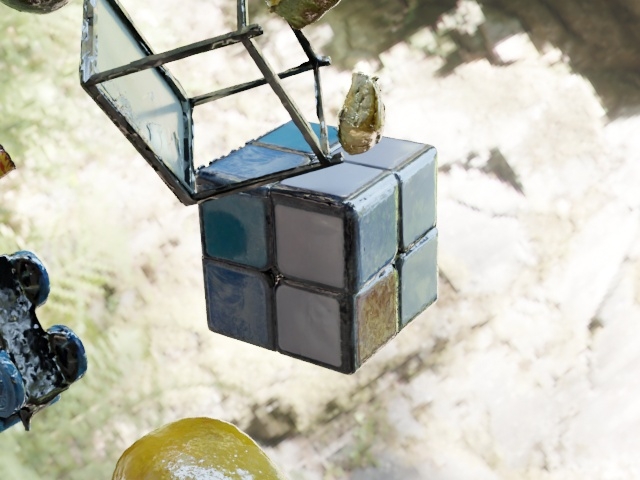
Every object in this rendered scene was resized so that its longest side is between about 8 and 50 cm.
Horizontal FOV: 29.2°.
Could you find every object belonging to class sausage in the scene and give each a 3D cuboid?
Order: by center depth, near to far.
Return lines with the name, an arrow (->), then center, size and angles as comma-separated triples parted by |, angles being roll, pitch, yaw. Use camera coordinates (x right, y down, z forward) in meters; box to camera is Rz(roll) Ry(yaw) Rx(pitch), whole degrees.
sausage -> -0.487, -0.076, 1.678 | 0.048, 0.145, 0.050 | 40, -23, 28

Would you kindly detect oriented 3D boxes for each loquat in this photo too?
loquat -> -0.150, 0.378, 1.626 | 0.283, 0.276, 0.276 | 17, -36, 17

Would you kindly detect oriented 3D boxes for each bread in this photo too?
bread -> 0.045, -0.130, 1.292 | 0.053, 0.072, 0.106 | 17, -8, 7
bread -> -0.013, -0.354, 1.601 | 0.069, 0.140, 0.128 | 23, -34, -33

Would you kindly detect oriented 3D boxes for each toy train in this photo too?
toy train -> -0.547, 0.176, 2.055 | 0.265, 0.188, 0.300 | -23, -87, 43

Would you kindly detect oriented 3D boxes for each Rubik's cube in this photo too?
Rubik's cube -> 0.000, 0.000, 2.097 | 0.318, 0.316, 0.313 | 14, -61, 30

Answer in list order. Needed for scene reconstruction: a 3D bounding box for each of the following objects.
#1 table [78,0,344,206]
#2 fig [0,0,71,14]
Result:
table -> -0.155, -0.255, 1.836 | 0.335, 0.272, 0.222 | 54, 25, -53
fig -> -0.471, -0.468, 1.939 | 0.195, 0.195, 0.245 | 52, -7, 13
